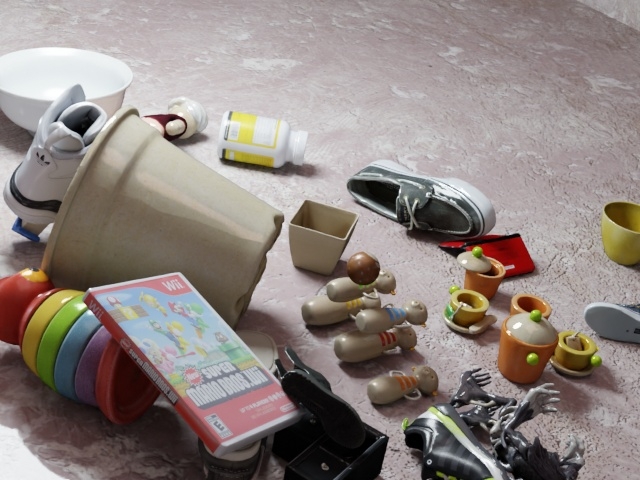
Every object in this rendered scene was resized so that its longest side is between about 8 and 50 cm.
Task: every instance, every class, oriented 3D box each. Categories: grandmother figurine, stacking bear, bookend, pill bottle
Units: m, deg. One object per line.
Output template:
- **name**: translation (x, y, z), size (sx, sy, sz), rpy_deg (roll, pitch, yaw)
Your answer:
- **grandmother figurine**: translation (-0.362, -0.222, 2.263), size (0.207, 0.104, 0.342), rpy_deg (12, 24, 31)
- **stacking bear**: translation (-0.368, 0.135, 1.583), size (0.289, 0.164, 0.175), rpy_deg (25, 17, 22)
- **bookend**: translation (-0.014, 0.299, 1.513), size (0.157, 0.072, 0.156), rpy_deg (27, 34, 26)
- **pill bottle**: translation (-0.122, -0.211, 2.311), size (0.184, 0.103, 0.103), rpy_deg (10, 30, -2)

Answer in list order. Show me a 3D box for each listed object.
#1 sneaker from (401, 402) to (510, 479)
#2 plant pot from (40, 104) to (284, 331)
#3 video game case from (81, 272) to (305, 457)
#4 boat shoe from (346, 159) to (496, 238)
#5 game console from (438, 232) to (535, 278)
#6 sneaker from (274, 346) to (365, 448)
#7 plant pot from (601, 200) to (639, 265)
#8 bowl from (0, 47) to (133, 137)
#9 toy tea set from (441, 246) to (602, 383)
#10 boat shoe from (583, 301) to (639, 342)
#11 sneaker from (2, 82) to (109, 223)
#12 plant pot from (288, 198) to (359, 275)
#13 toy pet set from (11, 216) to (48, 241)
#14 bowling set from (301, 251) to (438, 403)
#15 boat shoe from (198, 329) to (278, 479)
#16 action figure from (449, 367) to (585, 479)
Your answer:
- **sneaker**: translation (0.193, 0.331, 1.546), size (0.097, 0.084, 0.235), rpy_deg (-26, 40, -12)
- **plant pot**: translation (-0.236, -0.005, 1.755), size (0.305, 0.334, 0.334), rpy_deg (24, 31, 0)
- **video game case**: translation (-0.168, 0.159, 1.473), size (0.285, 0.025, 0.204), rpy_deg (45, 24, 18)
- **boat shoe**: translation (0.193, -0.068, 2.177), size (0.335, 0.121, 0.119), rpy_deg (21, 38, 41)
- **game console**: translation (0.326, 0.033, 2.132), size (0.144, 0.085, 0.124), rpy_deg (-10, 67, -31)
- **sneaker**: translation (0.000, 0.218, 1.518), size (0.170, 0.051, 0.089), rpy_deg (40, 6, 6)
- **plant pot**: translation (0.628, -0.006, 2.215), size (0.134, 0.095, 0.134), rpy_deg (9, 30, -5)
- **bowl**: translation (-0.544, -0.292, 2.274), size (0.297, 0.134, 0.298), rpy_deg (6, 29, -3)
- **toy tea set**: translation (0.334, 0.112, 1.889), size (0.200, 0.124, 0.336), rpy_deg (-12, 37, -33)
- **boat shoe**: translation (0.564, 0.142, 1.982), size (0.183, 0.065, 0.083), rpy_deg (17, 29, -3)
- **sneaker**: translation (-0.390, -0.175, 1.919), size (0.137, 0.210, 0.366), rpy_deg (42, 37, 6)
- **plant pot**: translation (0.000, 0.000, 1.999), size (0.109, 0.096, 0.109), rpy_deg (17, 31, 9)
- **toy pet set**: translation (-0.479, -0.007, 1.916), size (0.114, 0.065, 0.122), rpy_deg (31, 30, -31)
- **bowling set**: translation (0.106, 0.112, 1.757), size (0.154, 0.200, 0.287), rpy_deg (-8, 39, -31)
- **boat shoe**: translation (-0.124, 0.245, 1.571), size (0.112, 0.096, 0.335), rpy_deg (9, 25, -2)
- **action figure**: translation (0.302, 0.283, 1.556), size (0.141, 0.164, 0.275), rpy_deg (-30, 35, -13)
